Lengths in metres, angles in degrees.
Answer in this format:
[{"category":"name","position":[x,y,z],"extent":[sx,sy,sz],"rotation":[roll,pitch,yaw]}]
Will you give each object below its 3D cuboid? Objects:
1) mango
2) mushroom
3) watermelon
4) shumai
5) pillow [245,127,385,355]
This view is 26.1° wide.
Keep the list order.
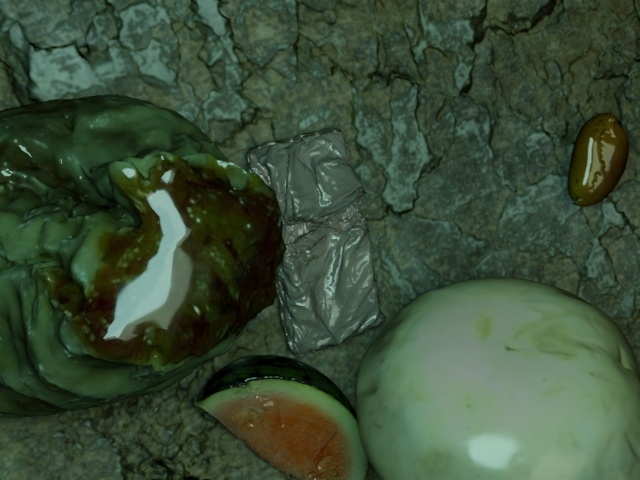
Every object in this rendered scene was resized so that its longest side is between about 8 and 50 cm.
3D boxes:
[{"category":"mango","position":[0.351,-0.101,1.760],"extent":[0.077,0.063,0.127],"rotation":[21,86,-30]},{"category":"mushroom","position":[0.228,0.209,1.562],"extent":[0.325,0.353,0.353],"rotation":[-44,108,-6]},{"category":"watermelon","position":[-0.029,0.204,1.576],"extent":[0.245,0.063,0.119],"rotation":[34,94,-27]},{"category":"shumai","position":[-0.202,0.015,1.341],"extent":[0.397,0.323,0.324],"rotation":[-17,99,-26]},{"category":"pillow","position":[0.000,0.000,1.593],"extent":[0.135,0.049,0.248],"rotation":[-16,99,-30]}]
